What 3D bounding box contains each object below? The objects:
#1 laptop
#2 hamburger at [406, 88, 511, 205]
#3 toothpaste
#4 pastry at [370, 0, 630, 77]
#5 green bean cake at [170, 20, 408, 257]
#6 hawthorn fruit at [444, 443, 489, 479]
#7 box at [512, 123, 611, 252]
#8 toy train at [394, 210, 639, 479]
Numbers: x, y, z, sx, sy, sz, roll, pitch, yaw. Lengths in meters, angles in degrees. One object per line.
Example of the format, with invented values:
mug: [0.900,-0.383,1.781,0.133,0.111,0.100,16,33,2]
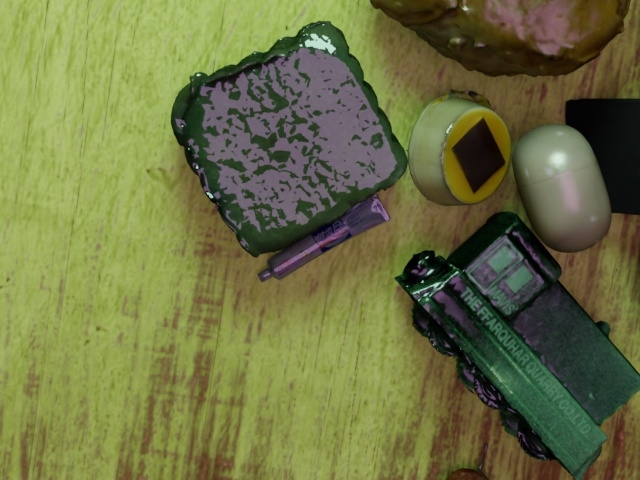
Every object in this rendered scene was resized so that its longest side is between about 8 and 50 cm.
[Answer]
laptop: [0.357,-0.094,1.516,0.016,0.197,0.135,-12,102,-34]
hamburger: [0.158,-0.107,1.532,0.126,0.081,0.141,39,78,-38]
toothpaste: [0.000,0.000,1.578,0.170,0.028,0.045,-32,93,0]
pastry: [0.193,-0.314,1.473,0.311,0.162,0.255,35,93,-6]
green bean cake: [-0.040,-0.118,1.510,0.227,0.125,0.222,-28,102,3]
hawthorn fruit: [0.184,0.297,1.627,0.067,0.067,0.103,37,69,-8]
box: [0.268,-0.059,1.497,0.088,0.200,0.146,-18,92,5]
toy train: [0.239,0.118,1.560,0.178,0.138,0.330,-42,100,-1]
